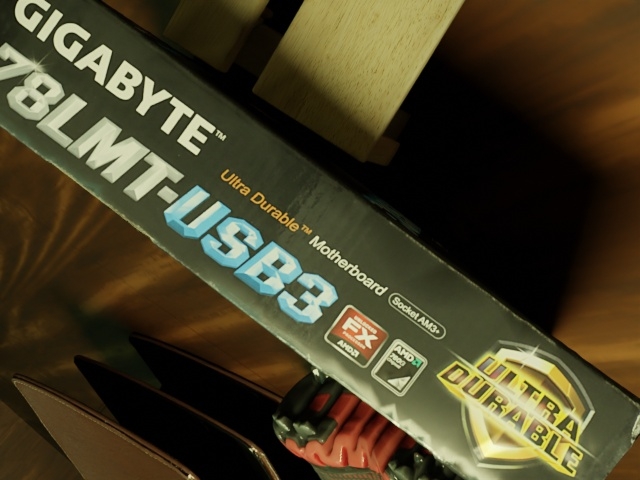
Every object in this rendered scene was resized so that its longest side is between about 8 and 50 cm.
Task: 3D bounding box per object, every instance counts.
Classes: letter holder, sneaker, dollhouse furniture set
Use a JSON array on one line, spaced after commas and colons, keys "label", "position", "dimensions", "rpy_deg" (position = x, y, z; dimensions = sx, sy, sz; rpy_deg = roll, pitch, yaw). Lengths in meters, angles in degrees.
[{"label": "letter holder", "position": [-0.153, 0.195, 1.129], "dimensions": [0.302, 0.152, 0.214], "rpy_deg": [17, 145, 40]}, {"label": "sneaker", "position": [0.080, 0.174, 0.829], "dimensions": [0.276, 0.097, 0.135], "rpy_deg": [4, 137, 55]}, {"label": "dollhouse furniture set", "position": [0.012, -0.122, 0.512], "dimensions": [0.144, 0.123, 0.151], "rpy_deg": [34, -171, 14]}]

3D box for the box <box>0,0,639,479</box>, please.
[{"label": "box", "position": [0.000, 0.000, 0.538], "dimensions": [0.293, 0.073, 0.295], "rpy_deg": [36, -176, 5]}]
